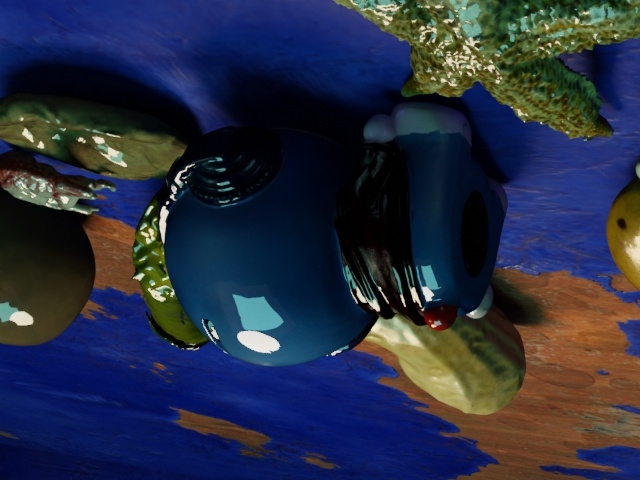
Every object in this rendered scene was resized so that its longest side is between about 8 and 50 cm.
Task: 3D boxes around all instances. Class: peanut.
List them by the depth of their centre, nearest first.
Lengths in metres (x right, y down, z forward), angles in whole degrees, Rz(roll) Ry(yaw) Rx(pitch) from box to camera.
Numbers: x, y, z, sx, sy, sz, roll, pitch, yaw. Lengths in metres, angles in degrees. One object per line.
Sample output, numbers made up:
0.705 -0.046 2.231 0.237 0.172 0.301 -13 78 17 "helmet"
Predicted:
0.132 0.107 1.475 0.147 0.147 0.305 -4 149 40 "peanut"

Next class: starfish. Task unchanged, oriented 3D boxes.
0.099 -0.162 0.912 0.357 0.078 0.347 14 162 2 "starfish"

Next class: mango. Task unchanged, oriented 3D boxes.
0.324 0.001 1.138 0.115 0.090 0.178 -18 140 36 "mango"

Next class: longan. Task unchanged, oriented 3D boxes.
-0.380 0.037 1.574 0.196 0.197 0.220 17 162 -6 "longan"

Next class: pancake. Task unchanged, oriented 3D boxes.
-0.229 -0.110 1.297 0.241 0.050 0.242 12 171 2 "pancake"

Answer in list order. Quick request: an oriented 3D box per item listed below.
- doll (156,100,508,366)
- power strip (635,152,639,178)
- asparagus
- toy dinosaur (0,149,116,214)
0.000 0.000 1.172 0.309 0.240 0.284 -1 140 24 "doll"
0.411 -0.048 0.946 0.229 0.141 0.261 31 168 -34 "power strip"
-0.164 0.034 1.490 0.108 0.128 0.382 54 168 14 "asparagus"
-0.340 -0.076 1.386 0.242 0.053 0.167 19 177 9 "toy dinosaur"
